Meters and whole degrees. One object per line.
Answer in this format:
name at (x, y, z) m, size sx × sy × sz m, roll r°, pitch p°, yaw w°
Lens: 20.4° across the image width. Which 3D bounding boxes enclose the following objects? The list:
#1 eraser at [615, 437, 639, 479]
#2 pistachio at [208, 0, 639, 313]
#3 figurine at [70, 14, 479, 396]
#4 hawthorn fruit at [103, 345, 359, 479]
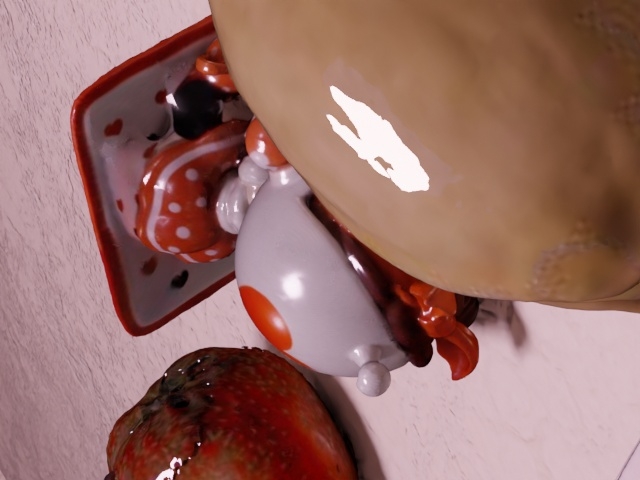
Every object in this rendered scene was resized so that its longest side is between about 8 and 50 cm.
eraser at (0.182, 0.143, 0.854) m, size 0.104 × 0.023 × 0.150 m, roll 54°, pitch 157°, yaw 23°
pistachio at (0.051, -0.095, 0.705) m, size 0.162 × 0.181 × 0.293 m, roll 17°, pitch -143°, yaw -59°
figurine at (0.000, 0.000, 0.983) m, size 0.226 × 0.160 × 0.183 m, roll 32°, pitch 144°, yaw 40°
hawthorn fruit at (-0.045, 0.186, 1.284) m, size 0.235 × 0.181 × 0.181 m, roll 50°, pitch 168°, yaw -30°
